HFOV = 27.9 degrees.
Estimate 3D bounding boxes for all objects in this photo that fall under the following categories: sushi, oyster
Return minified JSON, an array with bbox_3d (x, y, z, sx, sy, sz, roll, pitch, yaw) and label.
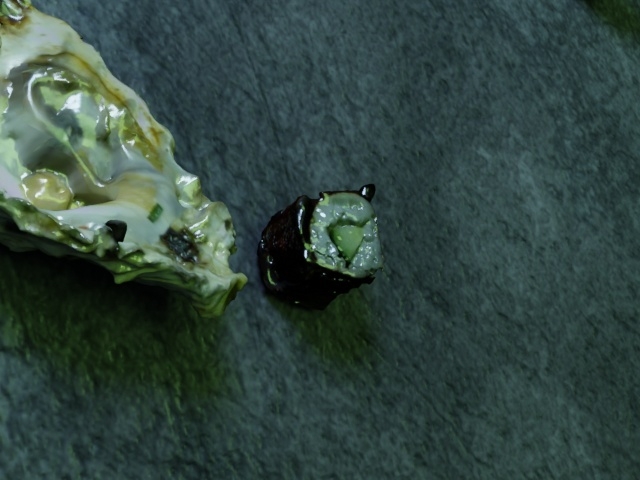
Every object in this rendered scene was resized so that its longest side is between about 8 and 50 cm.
[{"bbox_3d":[0.000,0.001,1.112,0.094,0.084,0.098,11,62,-31],"label":"sushi"},{"bbox_3d":[-0.207,-0.062,0.976,0.354,0.107,0.201,46,30,0],"label":"oyster"}]
